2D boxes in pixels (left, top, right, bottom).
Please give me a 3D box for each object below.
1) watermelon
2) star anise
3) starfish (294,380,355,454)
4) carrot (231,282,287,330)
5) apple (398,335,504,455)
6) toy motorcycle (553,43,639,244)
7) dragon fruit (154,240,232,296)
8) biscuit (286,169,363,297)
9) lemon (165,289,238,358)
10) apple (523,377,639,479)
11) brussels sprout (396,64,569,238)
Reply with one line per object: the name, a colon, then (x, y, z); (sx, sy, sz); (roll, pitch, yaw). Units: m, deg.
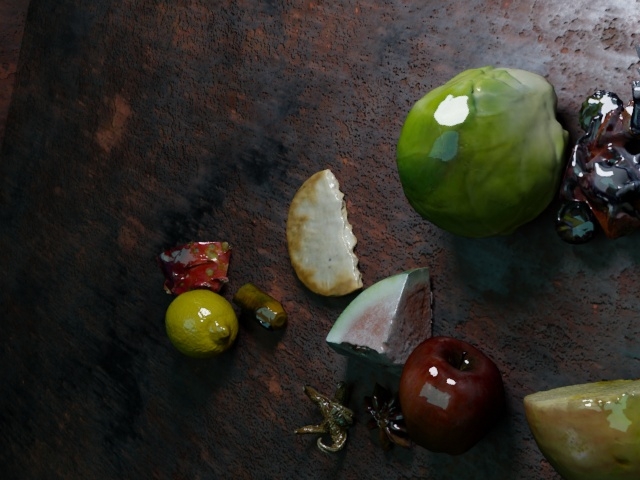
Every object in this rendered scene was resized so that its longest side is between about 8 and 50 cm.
watermelon: (0.146, 0.199, 1.877); (0.310, 0.193, 0.231); (-35, 47, 23)
star anise: (0.151, 0.399, 1.906); (0.168, 0.057, 0.167); (-2, 87, 42)
starfish: (0.016, 0.404, 2.021); (0.146, 0.074, 0.189); (33, 111, 37)
carrot: (-0.156, 0.168, 2.181); (0.173, 0.082, 0.082); (33, 111, 38)
apple: (0.257, 0.313, 1.703); (0.234, 0.234, 0.233); (-1, 89, 43)
toy motorcycle: (0.541, -0.173, 1.498); (0.207, 0.134, 0.400); (19, 104, 41)
dragon fruit: (-0.359, 0.099, 2.340); (0.274, 0.126, 0.161); (-20, 75, 42)
biscuit: (0.000, 0.000, 2.064); (0.205, 0.040, 0.308); (-27, 71, 39)
lemon: (-0.317, 0.222, 2.259); (0.244, 0.187, 0.186); (16, 100, 48)
apple: (0.519, 0.338, 1.485); (0.309, 0.314, 0.252); (-19, 33, 36)
brussels sprout: (0.307, -0.171, 1.640); (0.344, 0.268, 0.343); (0, 90, -2)
